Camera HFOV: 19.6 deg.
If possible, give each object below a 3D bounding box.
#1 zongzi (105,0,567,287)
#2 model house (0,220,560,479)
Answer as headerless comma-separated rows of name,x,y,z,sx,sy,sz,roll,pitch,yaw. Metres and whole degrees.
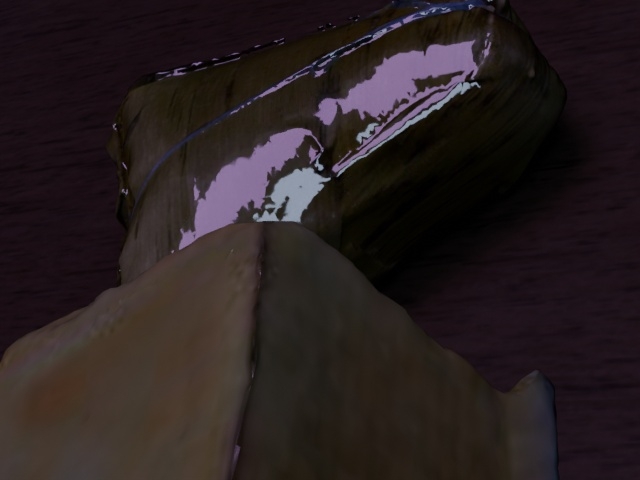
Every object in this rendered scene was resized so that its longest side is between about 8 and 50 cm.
zongzi,0.000,0.000,1.211,0.323,0.160,0.360,-20,38,24
model house,-0.061,0.249,0.858,0.382,0.343,0.334,-24,44,31
